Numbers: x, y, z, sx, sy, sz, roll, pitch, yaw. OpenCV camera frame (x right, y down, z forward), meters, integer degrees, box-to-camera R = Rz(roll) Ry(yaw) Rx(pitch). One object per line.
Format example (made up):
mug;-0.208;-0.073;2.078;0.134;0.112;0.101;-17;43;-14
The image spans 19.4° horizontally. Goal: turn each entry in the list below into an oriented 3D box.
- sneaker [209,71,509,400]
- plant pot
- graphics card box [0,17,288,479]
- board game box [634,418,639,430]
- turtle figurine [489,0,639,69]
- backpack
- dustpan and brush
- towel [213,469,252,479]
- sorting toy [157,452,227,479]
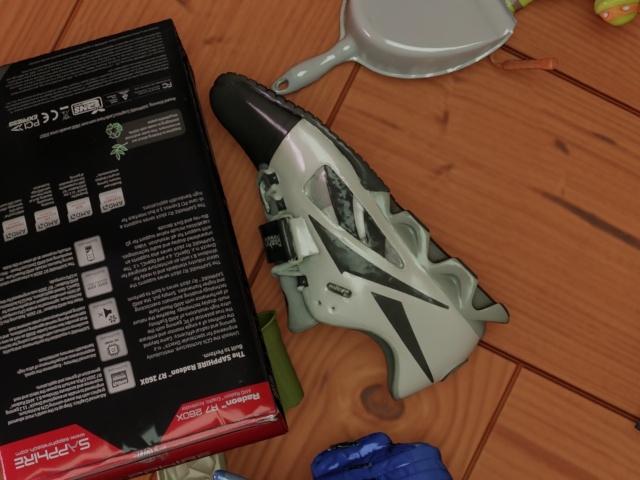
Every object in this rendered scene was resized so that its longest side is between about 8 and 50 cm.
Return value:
sneaker;0.000;0.000;1.622;0.146;0.122;0.330;-44;88;-5
plant pot;-0.055;0.116;1.643;0.083;0.083;0.079;-31;101;-3
graphics card box;-0.185;0.017;1.581;0.233;0.094;0.371;-17;72;1
board game box;0.392;0.121;1.669;0.136;0.035;0.201;34;86;0
turtle figurine;0.247;-0.280;1.653;0.269;0.087;0.217;-24;80;28
backpack;0.056;0.218;1.624;0.120;0.098;0.101;-17;68;-1
dustpan and brush;0.049;-0.189;1.673;0.211;0.060;0.147;-28;76;-9
towel;0.012;0.322;1.594;0.285;0.034;0.209;23;124;1
sorting toy;-0.115;0.201;1.663;0.062;0.012;0.083;-9;84;-7
